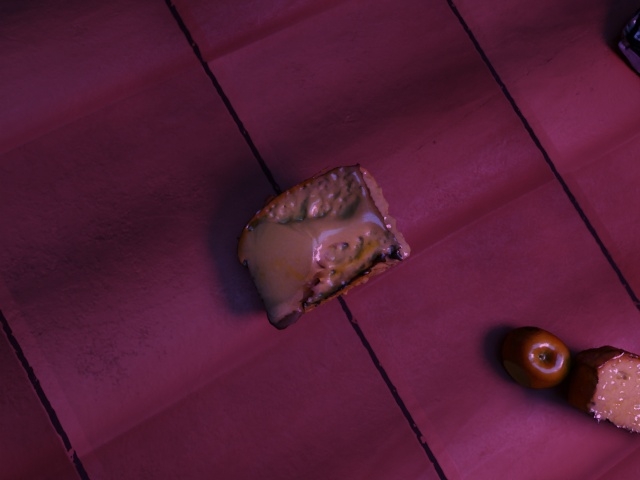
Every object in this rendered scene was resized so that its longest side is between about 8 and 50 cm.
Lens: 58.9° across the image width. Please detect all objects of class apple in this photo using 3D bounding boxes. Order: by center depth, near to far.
[{"bbox_3d":[0.378,0.201,0.987,0.099,0.102,0.114,-34,85,-11],"label":"apple"}]

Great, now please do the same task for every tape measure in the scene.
[{"bbox_3d":[0.707,-0.408,1.143,0.181,0.107,0.182,-39,88,-10],"label":"tape measure"}]

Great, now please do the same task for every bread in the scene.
[{"bbox_3d":[0.000,0.000,0.940,0.262,0.162,0.204,-28,86,11],"label":"bread"},{"bbox_3d":[0.517,0.258,0.983,0.260,0.134,0.129,23,87,-19],"label":"bread"}]
